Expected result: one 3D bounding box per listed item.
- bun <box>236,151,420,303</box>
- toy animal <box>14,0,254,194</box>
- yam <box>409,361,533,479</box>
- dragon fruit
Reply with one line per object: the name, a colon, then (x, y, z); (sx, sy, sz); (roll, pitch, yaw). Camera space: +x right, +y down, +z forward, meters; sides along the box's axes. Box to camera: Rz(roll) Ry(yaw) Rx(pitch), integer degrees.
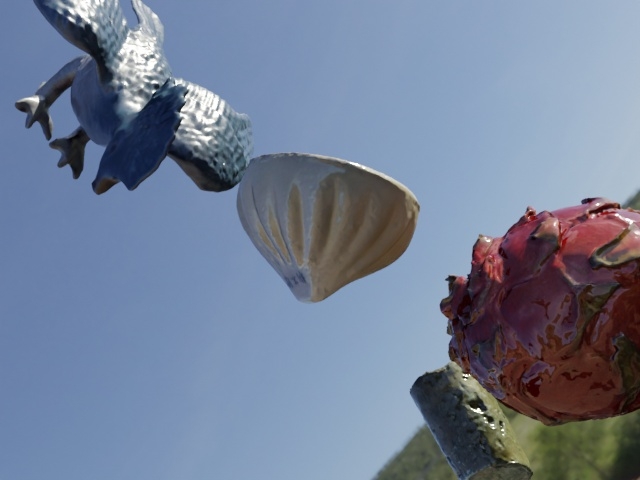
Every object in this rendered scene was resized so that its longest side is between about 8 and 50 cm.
bun: (0.000, 0.000, 1.484); (0.263, 0.263, 0.175); (71, -150, -73)
toy animal: (-0.125, -0.106, 0.752); (0.176, 0.239, 0.255); (-19, 41, 32)
yam: (0.218, 0.275, 1.556); (0.107, 0.194, 0.107); (-19, -35, -14)
dragon fruit: (0.316, 0.087, 1.316); (0.277, 0.342, 0.277); (-4, -90, -72)
